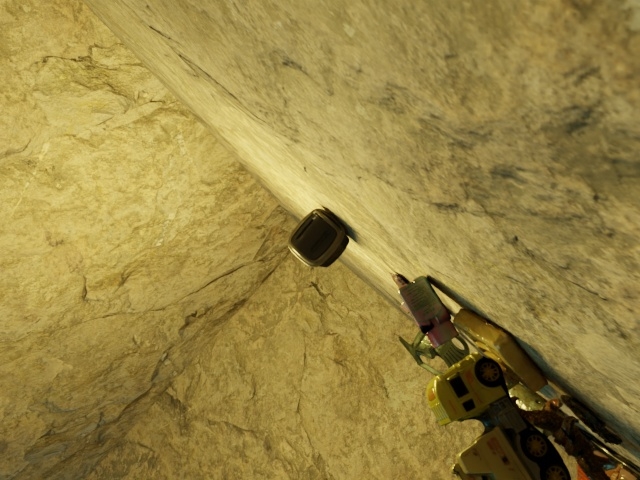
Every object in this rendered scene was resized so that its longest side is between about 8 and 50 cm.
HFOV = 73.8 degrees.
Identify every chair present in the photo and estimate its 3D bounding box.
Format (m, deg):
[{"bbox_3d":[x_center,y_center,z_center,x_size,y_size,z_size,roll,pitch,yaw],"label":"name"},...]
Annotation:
[{"bbox_3d":[0.479,0.426,1.747,0.191,0.203,0.274,23,159,44],"label":"chair"}]

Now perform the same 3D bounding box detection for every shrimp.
[{"bbox_3d":[0.687,0.459,1.085,0.161,0.034,0.091,42,179,27],"label":"shrimp"}]

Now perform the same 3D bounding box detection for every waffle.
[{"bbox_3d":[0.482,0.295,1.141,0.274,0.057,0.168,44,176,-29],"label":"waffle"}]

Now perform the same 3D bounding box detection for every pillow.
[{"bbox_3d":[0.336,0.191,1.633,0.185,0.043,0.118,42,179,-7],"label":"pillow"}]

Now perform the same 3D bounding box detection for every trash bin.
[{"bbox_3d":[0.000,0.000,1.709,0.182,0.209,0.290,40,-178,16],"label":"trash bin"}]

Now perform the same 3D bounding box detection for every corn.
[{"bbox_3d":[0.592,0.439,1.393,0.101,0.101,0.310,40,174,29],"label":"corn"}]

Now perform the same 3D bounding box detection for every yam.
[{"bbox_3d":[0.755,0.597,1.519,0.107,0.107,0.194,43,177,-26],"label":"yam"}]

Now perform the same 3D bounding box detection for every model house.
[{"bbox_3d":[0.918,0.763,1.358,0.207,0.154,0.294,41,178,-9],"label":"model house"}]

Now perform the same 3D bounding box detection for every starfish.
[{"bbox_3d":[0.662,0.521,1.144,0.312,0.113,0.303,42,-173,37],"label":"starfish"}]

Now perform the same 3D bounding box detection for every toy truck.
[{"bbox_3d":[0.443,0.520,1.126,0.180,0.254,0.405,92,154,-61],"label":"toy truck"}]

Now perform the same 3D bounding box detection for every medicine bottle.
[{"bbox_3d":[0.307,0.203,1.208,0.187,0.095,0.119,61,-171,20],"label":"medicine bottle"}]

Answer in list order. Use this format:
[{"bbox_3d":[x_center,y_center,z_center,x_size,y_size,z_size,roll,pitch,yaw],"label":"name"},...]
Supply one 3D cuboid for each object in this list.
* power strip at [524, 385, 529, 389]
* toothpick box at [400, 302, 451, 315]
[{"bbox_3d":[0.701,0.488,1.475,0.090,0.016,0.040,43,176,-10],"label":"power strip"},{"bbox_3d":[0.365,0.244,1.486,0.149,0.098,0.098,41,177,15],"label":"toothpick box"}]
